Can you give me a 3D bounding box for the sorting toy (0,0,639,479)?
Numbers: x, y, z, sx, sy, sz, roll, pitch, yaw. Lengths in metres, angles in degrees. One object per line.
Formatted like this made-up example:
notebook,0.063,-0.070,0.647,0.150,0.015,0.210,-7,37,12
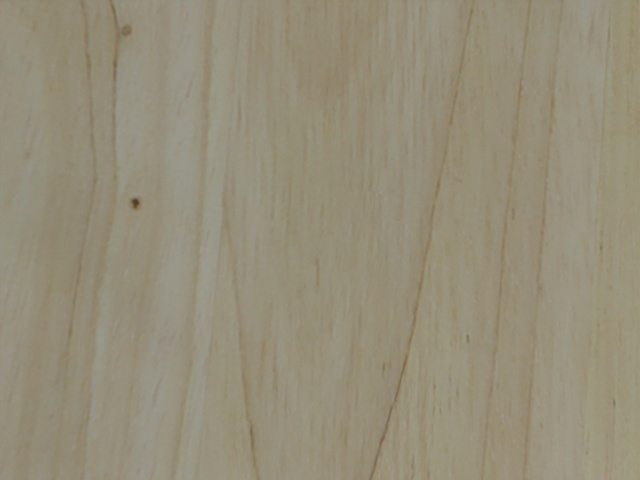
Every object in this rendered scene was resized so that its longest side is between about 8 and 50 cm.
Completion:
sorting toy,0.000,0.000,0.383,0.255,0.089,0.257,9,-100,-26
